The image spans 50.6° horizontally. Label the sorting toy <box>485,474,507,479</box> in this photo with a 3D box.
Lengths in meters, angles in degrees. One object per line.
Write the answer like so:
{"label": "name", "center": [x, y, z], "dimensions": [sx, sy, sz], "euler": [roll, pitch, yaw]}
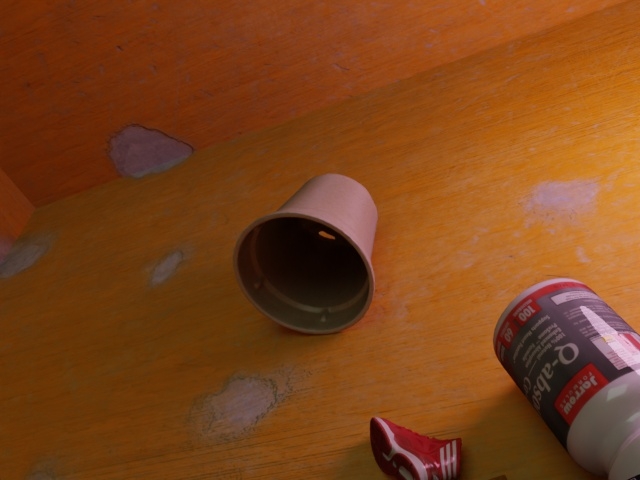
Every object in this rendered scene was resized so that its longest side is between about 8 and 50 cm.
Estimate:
{"label": "sorting toy", "center": [0.180, 0.502, 1.105], "dimensions": [0.307, 0.041, 0.229], "euler": [-22, 32, 10]}

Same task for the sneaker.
{"label": "sneaker", "center": [0.180, 0.384, 1.235], "dimensions": [0.128, 0.087, 0.221], "euler": [-4, 16, -18]}

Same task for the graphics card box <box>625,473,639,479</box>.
{"label": "graphics card box", "center": [0.331, 0.461, 0.841], "dimensions": [0.370, 0.233, 0.094], "euler": [-29, 9, 9]}

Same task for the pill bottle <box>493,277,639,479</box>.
{"label": "pill bottle", "center": [0.451, 0.239, 1.088], "dimensions": [0.210, 0.210, 0.363], "euler": [-29, 35, 0]}

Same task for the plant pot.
{"label": "plant pot", "center": [0.000, 0.000, 1.636], "dimensions": [0.333, 0.334, 0.305], "euler": [-10, 29, 25]}
